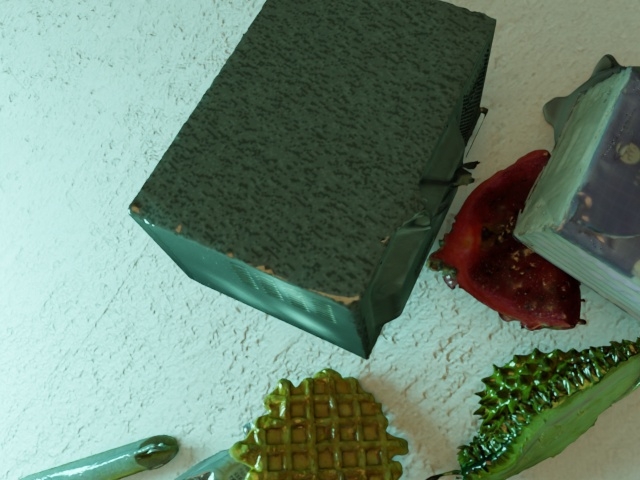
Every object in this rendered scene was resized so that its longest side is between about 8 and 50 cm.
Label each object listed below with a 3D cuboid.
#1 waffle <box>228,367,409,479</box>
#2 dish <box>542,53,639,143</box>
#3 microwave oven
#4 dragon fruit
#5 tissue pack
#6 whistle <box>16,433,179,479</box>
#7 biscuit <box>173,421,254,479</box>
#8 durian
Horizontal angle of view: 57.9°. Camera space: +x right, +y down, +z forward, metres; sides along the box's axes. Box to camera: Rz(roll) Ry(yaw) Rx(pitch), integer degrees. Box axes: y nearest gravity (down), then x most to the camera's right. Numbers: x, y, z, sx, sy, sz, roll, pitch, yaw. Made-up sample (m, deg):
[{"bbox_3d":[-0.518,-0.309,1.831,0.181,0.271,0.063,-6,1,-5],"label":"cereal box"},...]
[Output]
[{"bbox_3d":[0.007,0.305,0.839,0.243,0.058,0.238,42,56,15],"label":"waffle"},{"bbox_3d":[0.452,-0.180,0.835,0.236,0.086,0.227,-1,82,14],"label":"dish"},{"bbox_3d":[0.020,-0.108,0.806,0.374,0.236,0.432,22,71,16],"label":"microwave oven"},{"bbox_3d":[0.267,0.020,0.846,0.212,0.134,0.262,-5,65,26],"label":"dragon fruit"},{"bbox_3d":[0.440,-0.018,0.718,0.344,0.125,0.242,32,75,-9],"label":"tissue pack"},{"bbox_3d":[-0.397,0.399,0.990,0.326,0.068,0.057,-21,68,12],"label":"whistle"},{"bbox_3d":[-0.052,0.410,0.842,0.309,0.186,0.079,42,124,16],"label":"biscuit"},{"bbox_3d":[0.295,0.231,0.800,0.132,0.106,0.375,37,113,-21],"label":"durian"}]
